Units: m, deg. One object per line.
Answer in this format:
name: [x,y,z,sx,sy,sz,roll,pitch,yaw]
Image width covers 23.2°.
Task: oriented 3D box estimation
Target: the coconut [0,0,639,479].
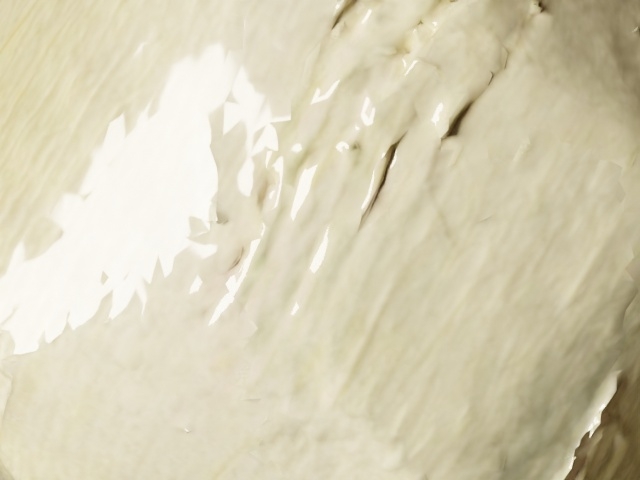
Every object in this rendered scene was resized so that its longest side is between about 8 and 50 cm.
coconut: [0.000,0.000,0.583,0.346,0.346,0.360,36,97,27]
